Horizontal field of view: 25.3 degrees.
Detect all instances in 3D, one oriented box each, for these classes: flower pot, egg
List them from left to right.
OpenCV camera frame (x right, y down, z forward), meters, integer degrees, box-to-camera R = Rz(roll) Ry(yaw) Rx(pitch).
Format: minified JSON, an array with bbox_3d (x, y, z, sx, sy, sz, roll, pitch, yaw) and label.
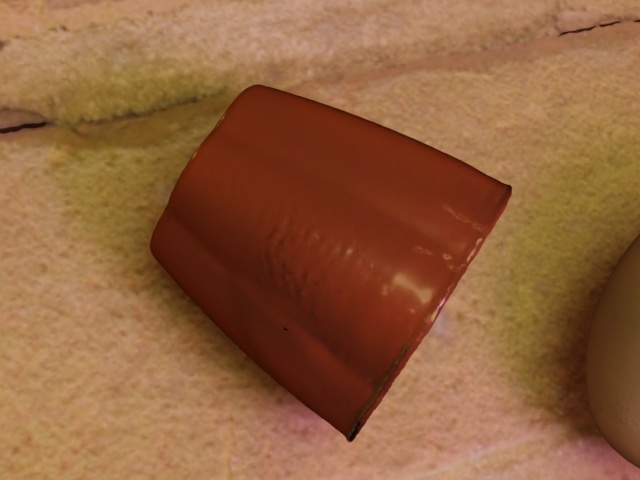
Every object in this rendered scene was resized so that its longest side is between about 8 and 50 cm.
[{"bbox_3d":[0.000,0.000,0.877,0.173,0.191,0.191,33,67,6],"label":"flower pot"},{"bbox_3d":[0.281,0.059,0.944,0.241,0.186,0.186,-43,93,-19],"label":"egg"}]
